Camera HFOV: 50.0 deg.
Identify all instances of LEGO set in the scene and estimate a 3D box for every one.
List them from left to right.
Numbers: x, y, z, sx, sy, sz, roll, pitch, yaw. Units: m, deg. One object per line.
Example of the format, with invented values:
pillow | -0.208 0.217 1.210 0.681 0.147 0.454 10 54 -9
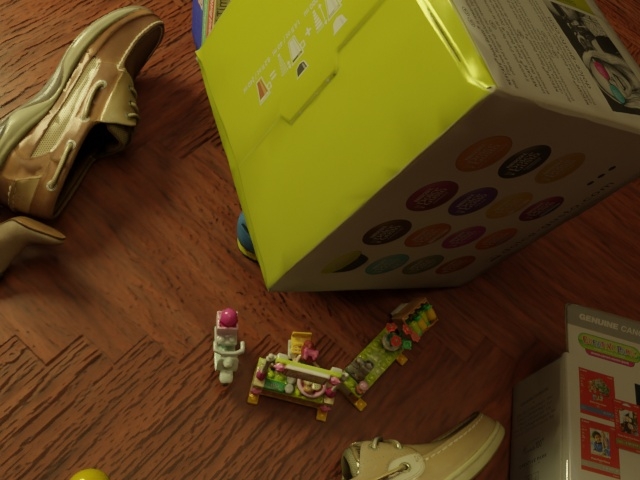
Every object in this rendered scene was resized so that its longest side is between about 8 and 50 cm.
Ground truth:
LEGO set | 0.025 0.123 0.775 0.287 0.107 0.132 -5 63 -17

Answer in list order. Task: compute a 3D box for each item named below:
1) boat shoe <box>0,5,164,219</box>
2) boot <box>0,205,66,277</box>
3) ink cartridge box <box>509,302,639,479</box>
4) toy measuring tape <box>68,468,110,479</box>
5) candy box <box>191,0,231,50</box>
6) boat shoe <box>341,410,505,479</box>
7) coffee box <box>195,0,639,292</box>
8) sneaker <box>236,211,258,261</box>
boat shoe | -0.282 -0.156 0.853 0.116 0.123 0.324 31 67 -1
boot | -0.352 0.011 0.762 0.118 0.042 0.087 24 91 6
ink cartridge box | 0.389 0.249 0.789 0.309 0.130 0.272 17 57 -5
toy measuring tape | -0.282 0.344 0.593 0.121 0.121 0.330 32 81 4
candy box | -0.007 -0.361 0.946 0.317 0.268 0.122 -8 60 -18
boat shoe | 0.063 0.252 0.716 0.302 0.109 0.098 -28 73 -21
coffee box | 0.108 -0.164 0.772 0.334 0.337 0.338 2 59 -40
sneaker | 0.000 0.000 0.854 0.209 0.082 0.069 12 57 -10
